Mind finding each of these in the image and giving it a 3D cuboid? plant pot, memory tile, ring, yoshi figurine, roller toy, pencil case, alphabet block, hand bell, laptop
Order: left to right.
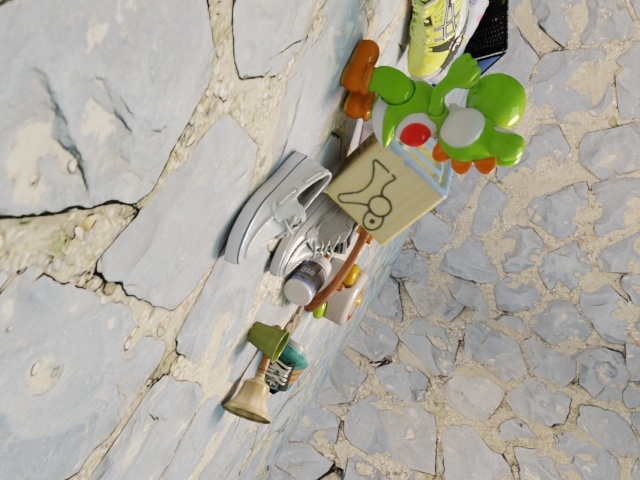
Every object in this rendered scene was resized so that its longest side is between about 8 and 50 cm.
[{"bbox_3d":[-0.149,0.326,1.447,0.126,0.126,0.242,93,13,-62],"label":"hand bell"},{"bbox_3d":[-0.124,0.227,1.316,0.083,0.079,0.083,-58,168,-21],"label":"plant pot"},{"bbox_3d":[-0.092,0.267,1.695,0.148,0.012,0.113,-54,165,-39],"label":"memory tile"},{"bbox_3d":[0.066,0.164,1.819,0.209,0.146,0.191,-65,168,3],"label":"roller toy"},{"bbox_3d":[0.057,0.051,1.533,0.337,0.032,0.336,-56,-170,15],"label":"ring"},{"bbox_3d":[0.161,-0.144,1.279,0.197,0.192,0.193,-39,-169,35],"label":"alphabet block"},{"bbox_3d":[0.233,-0.271,1.093,0.203,0.362,0.203,-44,157,-56],"label":"yoshi figurine"},{"bbox_3d":[0.371,-0.580,1.616,0.273,0.113,0.124,-64,-173,5],"label":"pencil case"},{"bbox_3d":[0.417,-0.573,1.663,0.234,0.136,0.264,13,-74,62],"label":"laptop"}]

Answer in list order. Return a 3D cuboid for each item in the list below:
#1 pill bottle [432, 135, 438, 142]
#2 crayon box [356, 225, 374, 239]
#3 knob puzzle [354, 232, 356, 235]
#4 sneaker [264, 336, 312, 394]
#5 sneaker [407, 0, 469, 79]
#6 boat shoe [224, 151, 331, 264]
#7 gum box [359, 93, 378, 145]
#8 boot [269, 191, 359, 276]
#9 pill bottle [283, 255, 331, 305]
[{"bbox_3d":[0.441,-0.383,2.155,0.108,0.180,0.108,-58,167,-23],"label":"pill bottle"},{"bbox_3d":[0.196,-0.133,1.662,0.203,0.083,0.323,-44,162,-29],"label":"crayon box"},{"bbox_3d":[0.130,-0.102,1.805,0.213,0.030,0.213,-58,167,-21],"label":"knob puzzle"},{"bbox_3d":[-0.102,0.362,1.595,0.121,0.108,0.302,-48,165,-25],"label":"sneaker"},{"bbox_3d":[0.252,-0.525,1.274,0.147,0.145,0.385,-21,150,-24],"label":"sneaker"},{"bbox_3d":[-0.065,-0.052,0.964,0.258,0.084,0.095,-57,166,-30],"label":"boat shoe"},{"bbox_3d":[0.156,-0.308,1.404,0.107,0.062,0.188,-56,166,-32],"label":"gum box"},{"bbox_3d":[0.000,0.000,1.252,0.258,0.123,0.095,-55,165,-35],"label":"boot"},{"bbox_3d":[-0.029,0.097,1.444,0.137,0.078,0.078,-49,161,-50],"label":"pill bottle"}]
